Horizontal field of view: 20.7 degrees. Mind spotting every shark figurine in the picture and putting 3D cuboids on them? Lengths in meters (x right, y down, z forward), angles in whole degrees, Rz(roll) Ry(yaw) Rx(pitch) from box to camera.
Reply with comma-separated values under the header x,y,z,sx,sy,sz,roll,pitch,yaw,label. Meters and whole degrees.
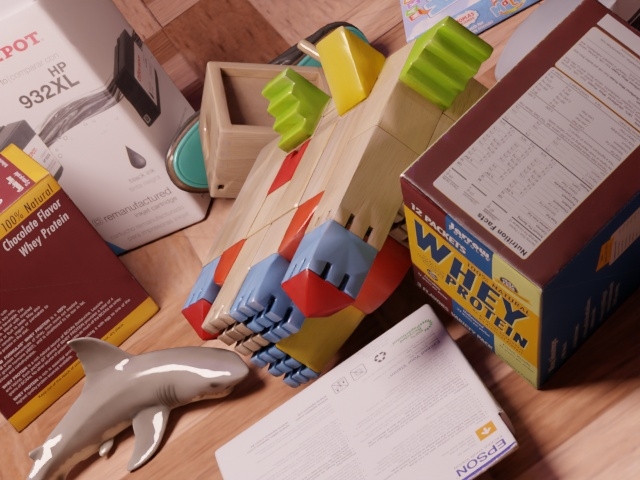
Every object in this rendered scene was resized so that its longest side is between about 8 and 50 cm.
x,y,z,sx,sy,sz,roll,pitch,yaw,label
-0.213,0.153,1.594,0.278,0.116,0.166,-37,27,-5,shark figurine

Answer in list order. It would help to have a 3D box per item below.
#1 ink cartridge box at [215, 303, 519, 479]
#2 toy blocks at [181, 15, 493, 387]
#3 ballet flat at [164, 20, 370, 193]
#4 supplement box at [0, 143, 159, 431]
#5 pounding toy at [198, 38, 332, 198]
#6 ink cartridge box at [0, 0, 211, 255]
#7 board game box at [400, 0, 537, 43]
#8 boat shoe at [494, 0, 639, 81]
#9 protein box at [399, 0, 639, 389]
x,y,z,sx,sy,sz,roll,pitch,yaw,label
0.037,0.174,1.355,0.223,0.045,0.224,-35,30,3,ink cartridge box
0.000,0.000,1.503,0.381,0.191,0.261,-30,30,57,toy blocks
-0.062,-0.139,1.895,0.280,0.095,0.096,-36,17,-21,ballet flat
-0.308,0.045,1.766,0.191,0.194,0.129,-42,29,-10,supplement box
-0.017,-0.121,1.788,0.206,0.094,0.181,2,38,-13,pounding toy
-0.284,-0.131,1.883,0.223,0.307,0.129,-21,32,26,ink cartridge box
0.186,-0.288,1.888,0.211,0.039,0.160,-29,30,15,board game box
0.280,-0.204,1.596,0.113,0.105,0.306,-4,36,51,boat shoe
0.181,-0.031,1.308,0.201,0.200,0.136,-43,68,-13,protein box
